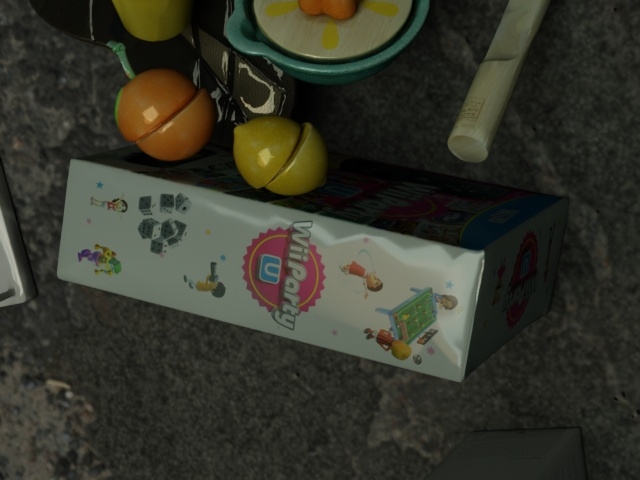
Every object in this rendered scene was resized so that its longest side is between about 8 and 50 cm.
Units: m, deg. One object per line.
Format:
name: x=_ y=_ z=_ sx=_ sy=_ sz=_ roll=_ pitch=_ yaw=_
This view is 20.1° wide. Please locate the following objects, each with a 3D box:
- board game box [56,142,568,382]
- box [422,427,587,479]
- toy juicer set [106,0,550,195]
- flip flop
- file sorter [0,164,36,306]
board game box: x=0.000 y=0.000 z=1.294 sx=0.303 sy=0.224 sz=0.097 roll=13 pitch=105 yaw=19
box: x=0.135 y=0.222 z=1.315 sx=0.091 sy=0.170 sz=0.130 roll=-5 pitch=99 yaw=24
toy juicer set: x=0.010 y=-0.132 z=1.223 sx=0.329 sy=0.209 sz=0.089 roll=-1 pitch=146 yaw=2
flip flop: x=-0.117 y=-0.164 z=1.391 sx=0.277 sy=0.080 sz=0.112 roll=32 pitch=107 yaw=30
file sorter: x=-0.416 y=-0.002 z=1.495 sx=0.277 sy=0.173 sz=0.193 roll=-12 pitch=98 yaw=24
